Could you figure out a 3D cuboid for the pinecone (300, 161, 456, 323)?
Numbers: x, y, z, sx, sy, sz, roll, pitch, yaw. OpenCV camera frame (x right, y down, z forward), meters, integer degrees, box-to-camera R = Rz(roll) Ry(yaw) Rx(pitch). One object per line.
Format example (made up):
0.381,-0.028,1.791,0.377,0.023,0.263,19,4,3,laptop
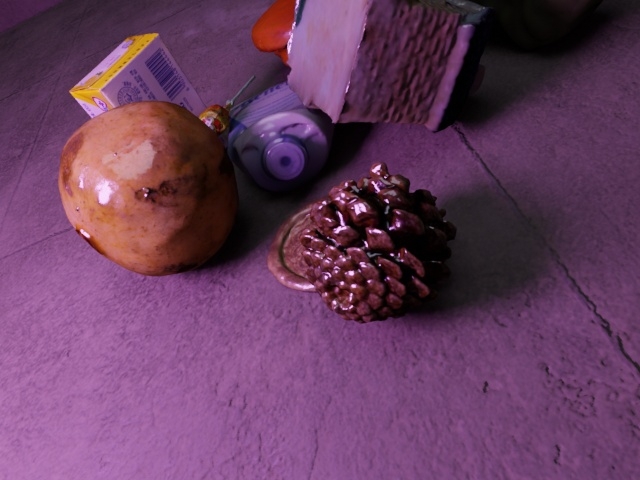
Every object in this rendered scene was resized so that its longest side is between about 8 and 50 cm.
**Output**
0.078,0.003,0.622,0.205,0.179,0.184,-35,64,-30,pinecone

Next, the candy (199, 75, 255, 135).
-0.179,-0.281,1.016,0.061,0.060,0.200,3,45,29,candy

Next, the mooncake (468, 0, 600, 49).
0.333,-0.508,0.853,0.187,0.351,0.351,-36,43,-23,mooncake

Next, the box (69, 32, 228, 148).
-0.313,-0.232,0.962,0.097,0.265,0.168,11,59,36,box

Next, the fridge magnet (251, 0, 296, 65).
0.025,-0.488,1.076,0.364,0.155,0.363,-19,31,12,fridge magnet

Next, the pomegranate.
-0.268,-0.080,0.797,0.282,0.281,0.281,-14,46,15,pomegranate

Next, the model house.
0.117,-0.314,0.818,0.285,0.243,0.298,4,33,-24,model house

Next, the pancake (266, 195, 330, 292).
0.000,0.000,0.768,0.184,0.020,0.190,-24,44,4,pancake

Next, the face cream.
-0.077,-0.231,0.973,0.235,0.137,0.420,-24,33,8,face cream
